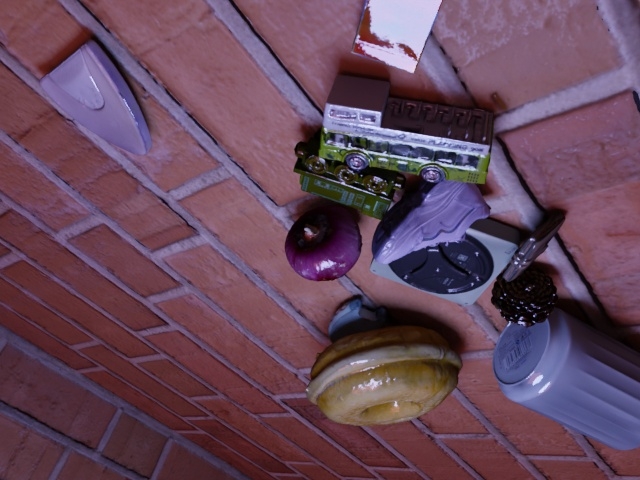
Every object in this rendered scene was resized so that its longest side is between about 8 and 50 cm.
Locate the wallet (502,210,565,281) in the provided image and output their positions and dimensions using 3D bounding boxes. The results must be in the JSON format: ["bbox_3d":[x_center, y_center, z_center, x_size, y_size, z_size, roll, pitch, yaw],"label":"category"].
[{"bbox_3d":[0.424,0.017,1.138,0.039,0.118,0.152,45,152,19],"label":"wallet"}]

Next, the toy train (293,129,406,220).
[{"bbox_3d":[0.052,-0.130,1.141,0.226,0.090,0.137,19,147,1],"label":"toy train"}]

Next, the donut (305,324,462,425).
[{"bbox_3d":[0.167,0.376,1.566,0.450,0.198,0.448,-7,150,-4],"label":"donut"}]

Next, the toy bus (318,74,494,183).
[{"bbox_3d":[0.151,-0.191,1.004,0.302,0.113,0.139,11,143,8],"label":"toy bus"}]

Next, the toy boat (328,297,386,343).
[{"bbox_3d":[0.097,0.227,1.601,0.134,0.078,0.207,17,135,-15],"label":"toy boat"}]

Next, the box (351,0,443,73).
[{"bbox_3d":[0.122,-0.349,0.861,0.113,0.048,0.175,19,143,-1],"label":"box"}]

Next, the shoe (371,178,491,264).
[{"bbox_3d":[0.213,-0.030,1.106,0.138,0.095,0.245,41,101,-15],"label":"shoe"}]

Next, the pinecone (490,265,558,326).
[{"bbox_3d":[0.441,0.124,1.248,0.140,0.140,0.120,5,152,20],"label":"pinecone"}]

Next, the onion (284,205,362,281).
[{"bbox_3d":[0.005,0.005,1.261,0.153,0.177,0.177,36,141,-24],"label":"onion"}]

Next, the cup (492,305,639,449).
[{"bbox_3d":[0.584,0.313,1.368,0.327,0.236,0.323,27,173,-10],"label":"cup"}]

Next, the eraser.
[{"bbox_3d":[-0.445,-0.283,1.200,0.204,0.059,0.243,-14,128,37],"label":"eraser"}]

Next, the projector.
[{"bbox_3d":[0.262,0.033,1.256,0.259,0.079,0.257,19,143,0],"label":"projector"}]
